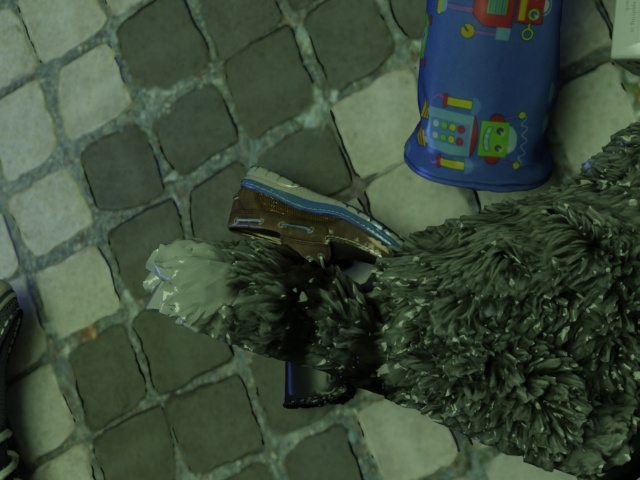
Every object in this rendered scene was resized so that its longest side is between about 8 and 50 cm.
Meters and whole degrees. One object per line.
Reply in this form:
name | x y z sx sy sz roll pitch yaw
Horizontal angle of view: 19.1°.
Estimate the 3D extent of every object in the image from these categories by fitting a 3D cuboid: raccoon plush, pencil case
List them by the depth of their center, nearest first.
raccoon plush | 0.136 -0.013 1.340 0.216 0.446 0.299 28 98 59
pencil case | 0.135 -0.193 1.458 0.119 0.133 0.306 4 108 -3

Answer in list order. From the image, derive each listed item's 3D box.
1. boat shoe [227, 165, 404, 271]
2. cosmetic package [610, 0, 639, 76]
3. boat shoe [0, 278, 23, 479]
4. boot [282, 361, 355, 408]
boat shoe | 0.000 0.000 1.573 0.183 0.066 0.066 24 81 37
cosmetic package | 0.340 -0.181 1.413 0.231 0.085 0.117 5 86 26
boat shoe | -0.301 0.213 1.695 0.158 0.127 0.340 22 88 3
boot | -0.023 0.092 1.591 0.121 0.045 0.099 -8 80 22
